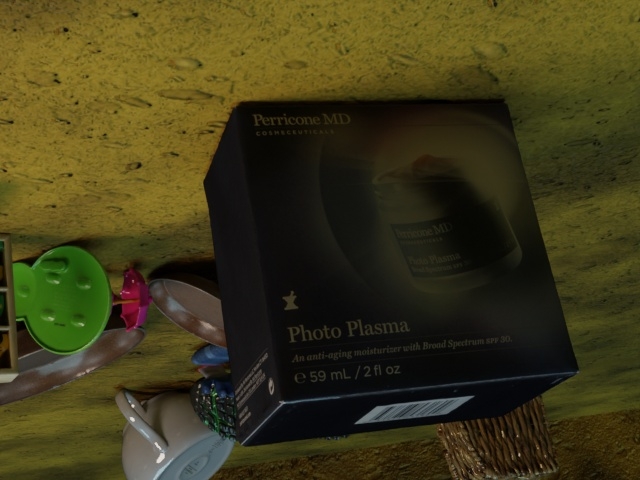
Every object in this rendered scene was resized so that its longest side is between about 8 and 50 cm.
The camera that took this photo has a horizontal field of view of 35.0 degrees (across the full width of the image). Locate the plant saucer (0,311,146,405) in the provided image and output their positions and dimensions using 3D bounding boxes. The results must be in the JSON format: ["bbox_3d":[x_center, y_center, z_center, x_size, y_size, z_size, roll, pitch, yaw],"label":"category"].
[{"bbox_3d":[-0.406,0.171,1.472,0.311,0.050,0.310,-22,169,-5],"label":"plant saucer"}]

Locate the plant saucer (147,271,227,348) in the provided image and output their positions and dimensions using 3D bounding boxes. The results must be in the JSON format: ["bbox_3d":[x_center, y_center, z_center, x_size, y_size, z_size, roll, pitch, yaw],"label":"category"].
[{"bbox_3d":[-0.156,0.093,1.386,0.168,0.029,0.168,22,152,13],"label":"plant saucer"}]

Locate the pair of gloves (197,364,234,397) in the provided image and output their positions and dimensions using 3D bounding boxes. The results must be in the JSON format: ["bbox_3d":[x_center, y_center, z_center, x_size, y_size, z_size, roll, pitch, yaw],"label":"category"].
[{"bbox_3d":[-0.125,0.247,1.845,0.198,0.023,0.159,-4,-165,-21],"label":"pair of gloves"}]

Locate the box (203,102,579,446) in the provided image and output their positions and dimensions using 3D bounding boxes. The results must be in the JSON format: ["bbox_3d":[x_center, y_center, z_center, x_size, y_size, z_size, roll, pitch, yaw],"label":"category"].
[{"bbox_3d":[0.056,0.028,1.012,0.296,0.294,0.182,-4,157,-19],"label":"box"}]

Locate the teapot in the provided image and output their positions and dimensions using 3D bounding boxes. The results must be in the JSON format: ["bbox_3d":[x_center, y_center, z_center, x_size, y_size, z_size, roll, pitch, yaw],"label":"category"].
[{"bbox_3d":[-0.311,0.393,2.056,0.253,0.187,0.256,-18,144,-43],"label":"teapot"}]

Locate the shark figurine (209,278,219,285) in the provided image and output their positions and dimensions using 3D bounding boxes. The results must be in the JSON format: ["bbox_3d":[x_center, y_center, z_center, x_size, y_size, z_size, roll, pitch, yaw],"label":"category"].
[{"bbox_3d":[-0.092,0.126,1.499,0.166,0.116,0.278,-7,159,-5],"label":"shark figurine"}]

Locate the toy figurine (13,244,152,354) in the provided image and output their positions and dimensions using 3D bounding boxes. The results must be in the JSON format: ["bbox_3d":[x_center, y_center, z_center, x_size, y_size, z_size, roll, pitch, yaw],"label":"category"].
[{"bbox_3d":[-0.291,0.074,1.280,0.173,0.130,0.159,6,178,24],"label":"toy figurine"}]

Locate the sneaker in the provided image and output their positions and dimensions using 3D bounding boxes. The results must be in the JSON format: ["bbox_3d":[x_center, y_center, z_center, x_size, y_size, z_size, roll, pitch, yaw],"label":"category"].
[{"bbox_3d":[-0.090,0.311,1.977,0.344,0.134,0.146,9,-164,-23],"label":"sneaker"}]

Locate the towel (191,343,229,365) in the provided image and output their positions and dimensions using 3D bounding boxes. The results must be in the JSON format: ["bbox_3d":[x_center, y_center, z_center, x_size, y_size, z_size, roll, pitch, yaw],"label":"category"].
[{"bbox_3d":[-0.166,0.188,1.756,0.067,0.029,0.119,9,154,-44],"label":"towel"}]

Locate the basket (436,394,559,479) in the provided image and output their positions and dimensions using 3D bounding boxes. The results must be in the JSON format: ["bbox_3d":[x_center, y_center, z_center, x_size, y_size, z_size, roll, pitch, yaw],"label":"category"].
[{"bbox_3d":[0.317,0.362,2.078,0.214,0.299,0.223,-2,159,-22],"label":"basket"}]

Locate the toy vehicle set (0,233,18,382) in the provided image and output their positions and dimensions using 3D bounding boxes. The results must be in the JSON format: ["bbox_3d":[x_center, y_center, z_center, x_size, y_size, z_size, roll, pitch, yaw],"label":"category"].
[{"bbox_3d":[-0.460,0.071,1.072,0.267,0.166,0.035,2,158,-31],"label":"toy vehicle set"}]
